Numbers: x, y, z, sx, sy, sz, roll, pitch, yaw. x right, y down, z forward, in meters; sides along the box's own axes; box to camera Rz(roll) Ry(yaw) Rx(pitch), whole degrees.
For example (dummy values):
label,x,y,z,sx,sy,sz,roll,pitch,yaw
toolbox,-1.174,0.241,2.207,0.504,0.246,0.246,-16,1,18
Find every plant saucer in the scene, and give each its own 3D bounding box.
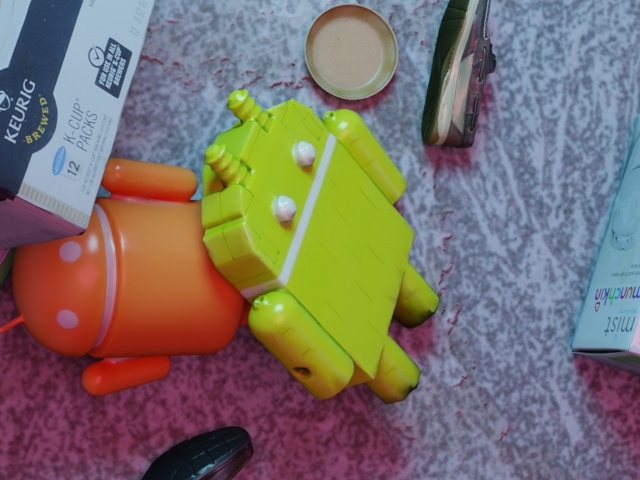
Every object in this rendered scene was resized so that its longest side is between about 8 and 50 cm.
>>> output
label,x,y,z,sx,sy,sz,roll,pitch,yaw
plant saucer,0.025,-0.161,1.326,0.083,0.015,0.083,1,87,-14

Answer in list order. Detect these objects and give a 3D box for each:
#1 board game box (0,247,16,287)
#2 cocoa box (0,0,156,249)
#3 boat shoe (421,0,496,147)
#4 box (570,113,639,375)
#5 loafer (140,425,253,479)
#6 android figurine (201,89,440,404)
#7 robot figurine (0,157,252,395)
label,x,y,z,sx,sy,sz,roll,pitch,yaw
board game box,-0.384,-0.047,1.204,0.317,0.046,0.213,33,81,-10
cocoa box,-0.267,-0.190,1.078,0.228,0.231,0.347,30,65,-38
boat shoe,0.126,-0.153,1.334,0.049,0.056,0.152,14,93,-18
box,0.383,0.031,1.350,0.262,0.127,0.231,21,80,-13
loafer,-0.121,0.217,1.254,0.170,0.062,0.061,-35,118,-10
android figurine,0.000,0.000,1.223,0.273,0.056,0.248,51,39,-29
robot figurine,-0.143,0.031,1.205,0.219,0.158,0.128,1,50,-27
